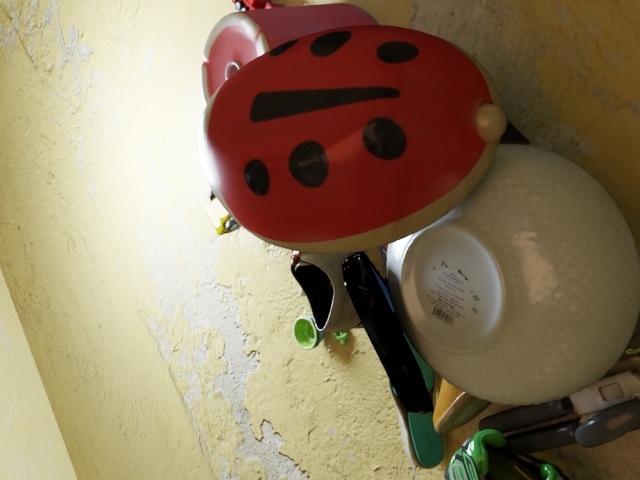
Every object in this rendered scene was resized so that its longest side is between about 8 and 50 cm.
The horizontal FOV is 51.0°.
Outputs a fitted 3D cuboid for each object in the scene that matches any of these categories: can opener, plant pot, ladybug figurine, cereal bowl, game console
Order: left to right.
[{"bbox_3d":[-0.054,-0.279,1.155,0.275,0.243,0.274,10,104,47],"label":"plant pot"},{"bbox_3d":[0.008,-0.141,0.850,0.450,0.162,0.304,-3,72,36],"label":"ladybug figurine"},{"bbox_3d":[0.089,0.095,1.028,0.044,0.361,0.213,-25,107,6],"label":"game console"},{"bbox_3d":[0.206,0.048,0.843,0.339,0.141,0.338,10,104,47],"label":"cereal bowl"},{"bbox_3d":[0.329,0.257,0.942,0.283,0.095,0.075,-35,70,44],"label":"can opener"}]

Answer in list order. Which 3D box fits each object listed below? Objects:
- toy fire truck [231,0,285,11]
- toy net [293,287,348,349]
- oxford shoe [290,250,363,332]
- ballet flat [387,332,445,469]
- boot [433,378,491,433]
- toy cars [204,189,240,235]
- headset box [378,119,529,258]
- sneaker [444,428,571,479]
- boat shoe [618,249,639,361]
[{"bbox_3d":[-0.117,-0.504,1.328,0.192,0.047,0.135,51,128,28],"label":"toy fire truck"},{"bbox_3d":[-0.013,0.097,1.320,0.122,0.045,0.232,-11,88,48],"label":"toy net"},{"bbox_3d":[0.000,0.000,1.226,0.123,0.130,0.348,-34,72,45],"label":"oxford shoe"},{"bbox_3d":[0.157,0.263,1.146,0.086,0.086,0.248,-2,97,47],"label":"ballet flat"},{"bbox_3d":[0.212,0.137,1.058,0.211,0.104,0.295,49,125,37],"label":"boot"},{"bbox_3d":[-0.150,-0.199,1.395,0.177,0.087,0.393,15,104,40],"label":"toy cars"},{"bbox_3d":[0.160,-0.135,1.045,0.218,0.110,0.293,53,131,26],"label":"headset box"},{"bbox_3d":[0.318,0.394,0.901,0.344,0.134,0.146,33,143,26],"label":"sneaker"},{"bbox_3d":[0.395,0.098,0.836,0.091,0.109,0.304,33,131,11],"label":"boat shoe"}]
